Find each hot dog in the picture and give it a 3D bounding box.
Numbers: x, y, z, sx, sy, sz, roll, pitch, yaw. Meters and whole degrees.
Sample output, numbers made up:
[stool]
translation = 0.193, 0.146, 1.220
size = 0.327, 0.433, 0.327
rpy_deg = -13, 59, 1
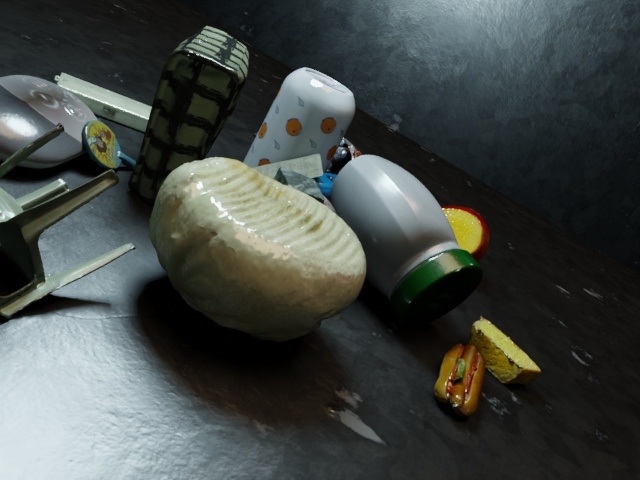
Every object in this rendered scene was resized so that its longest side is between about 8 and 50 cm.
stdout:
[hot dog]
translation = 0.276, 0.266, 1.175
size = 0.092, 0.062, 0.236
rpy_deg = 35, 24, 5

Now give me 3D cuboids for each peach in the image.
[peach]
translation = 0.381, -0.014, 1.735
size = 0.192, 0.190, 0.190
rpy_deg = 27, 19, -41

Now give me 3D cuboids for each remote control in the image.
[remote control]
translation = -0.560, -0.234, 1.172
size = 0.221, 0.103, 0.332
rpy_deg = 35, 23, -6

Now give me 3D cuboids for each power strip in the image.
[power strip]
translation = -0.487, -0.326, 1.537
size = 0.367, 0.043, 0.106
rpy_deg = 18, 25, -25

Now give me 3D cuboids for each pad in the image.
[pad]
translation = -0.126, -0.158, 1.443
size = 0.265, 0.009, 0.159
rpy_deg = -12, 26, 2

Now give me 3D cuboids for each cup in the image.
[cup]
translation = -0.050, -0.276, 1.597
size = 0.212, 0.317, 0.212
rpy_deg = 26, 23, -12

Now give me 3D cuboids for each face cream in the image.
[face cream]
translation = 0.173, -0.005, 1.356
size = 0.357, 0.219, 0.312
rpy_deg = 58, -8, 29

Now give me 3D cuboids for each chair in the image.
[chair]
translation = -0.423, -0.030, 0.812
size = 0.203, 0.190, 0.275
rpy_deg = 37, 52, 19

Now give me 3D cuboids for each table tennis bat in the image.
[table tennis bat]
translation = -0.436, -0.188, 1.253
size = 0.155, 0.019, 0.100
rpy_deg = 43, 34, -62

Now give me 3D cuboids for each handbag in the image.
[handbag]
translation = -0.280, -0.274, 1.306
size = 0.162, 0.327, 0.325
rpy_deg = 23, 23, -13

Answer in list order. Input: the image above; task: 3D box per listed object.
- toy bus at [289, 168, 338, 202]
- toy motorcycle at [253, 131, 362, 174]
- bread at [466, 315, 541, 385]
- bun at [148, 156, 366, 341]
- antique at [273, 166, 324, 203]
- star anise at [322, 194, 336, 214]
[toy bus]
translation = 0.007, -0.104, 1.541
size = 0.246, 0.134, 0.113
rpy_deg = 2, 35, -47
[toy motorcycle]
translation = -0.011, -0.301, 1.942
size = 0.401, 0.134, 0.207
rpy_deg = 27, 9, 1
[bread]
translation = 0.399, 0.249, 1.358
size = 0.103, 0.065, 0.187
rpy_deg = 1, 37, -47
[bun]
translation = -0.109, 0.026, 1.014
size = 0.365, 0.219, 0.365
rpy_deg = 26, 24, -12
[antique]
translation = -0.080, -0.045, 1.245
size = 0.086, 0.183, 0.088
rpy_deg = 18, 29, -29
[star anise]
translation = -0.002, -0.003, 1.321
size = 0.198, 0.110, 0.257
rpy_deg = 70, -4, -52
